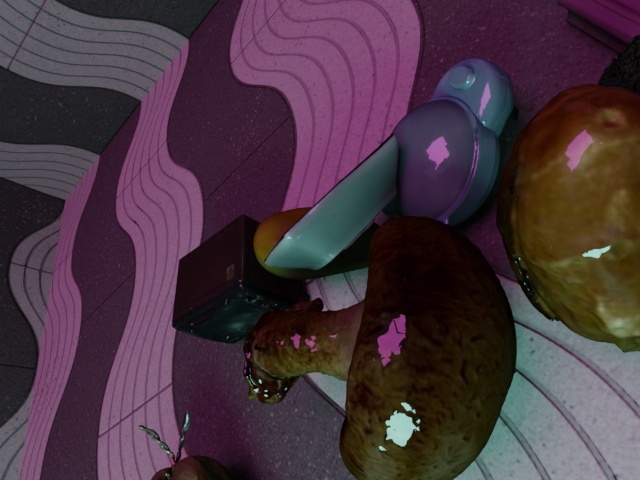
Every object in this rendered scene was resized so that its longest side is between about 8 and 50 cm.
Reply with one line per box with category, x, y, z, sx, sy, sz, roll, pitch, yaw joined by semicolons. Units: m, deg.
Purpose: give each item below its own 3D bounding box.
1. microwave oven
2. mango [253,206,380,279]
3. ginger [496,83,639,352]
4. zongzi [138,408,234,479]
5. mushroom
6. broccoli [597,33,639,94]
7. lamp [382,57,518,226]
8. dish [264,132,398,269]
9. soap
microwave oven;-0.171;0.100;0.962;0.247;0.178;0.188;-32;50;32
mango;0.000;0.000;0.839;0.251;0.114;0.156;-7;27;11
ginger;0.267;0.014;0.436;0.165;0.321;0.172;-7;47;30
zongzi;-0.096;0.519;0.733;0.467;0.218;0.499;-14;45;13
mushroom;0.067;0.117;0.608;0.356;0.334;0.331;27;71;18
broccoli;0.419;-0.149;0.439;0.298;0.297;0.297;-3;47;45
lamp;0.198;-0.147;0.730;0.284;0.147;0.209;-54;38;9
dish;0.032;-0.036;0.709;0.243;0.080;0.182;-45;0;-21
soap;0.445;-0.323;0.625;0.122;0.066;0.203;-43;46;23
